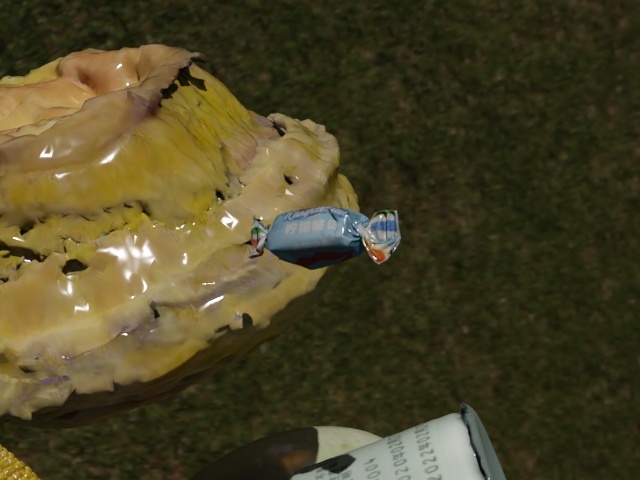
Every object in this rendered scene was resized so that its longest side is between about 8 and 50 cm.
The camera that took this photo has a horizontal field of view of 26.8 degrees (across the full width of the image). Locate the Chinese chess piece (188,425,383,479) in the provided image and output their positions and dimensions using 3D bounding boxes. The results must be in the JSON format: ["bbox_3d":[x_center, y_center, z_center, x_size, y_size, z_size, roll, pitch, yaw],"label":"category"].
[{"bbox_3d":[-0.017,0.248,0.972,0.250,0.101,0.250,-16,132,-18],"label":"Chinese chess piece"}]

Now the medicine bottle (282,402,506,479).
[{"bbox_3d":[0.025,0.177,0.710,0.135,0.168,0.135,-21,90,-82],"label":"medicine bottle"}]

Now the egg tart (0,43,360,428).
[{"bbox_3d":[-0.152,-0.023,0.798,0.352,0.352,0.150,-38,125,-40],"label":"egg tart"}]

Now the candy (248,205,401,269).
[{"bbox_3d":[0.000,0.001,0.619,0.020,0.083,0.030,31,59,-50],"label":"candy"}]

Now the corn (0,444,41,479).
[{"bbox_3d":[-0.294,0.306,1.391,0.293,0.106,0.106,41,52,4],"label":"corn"}]
